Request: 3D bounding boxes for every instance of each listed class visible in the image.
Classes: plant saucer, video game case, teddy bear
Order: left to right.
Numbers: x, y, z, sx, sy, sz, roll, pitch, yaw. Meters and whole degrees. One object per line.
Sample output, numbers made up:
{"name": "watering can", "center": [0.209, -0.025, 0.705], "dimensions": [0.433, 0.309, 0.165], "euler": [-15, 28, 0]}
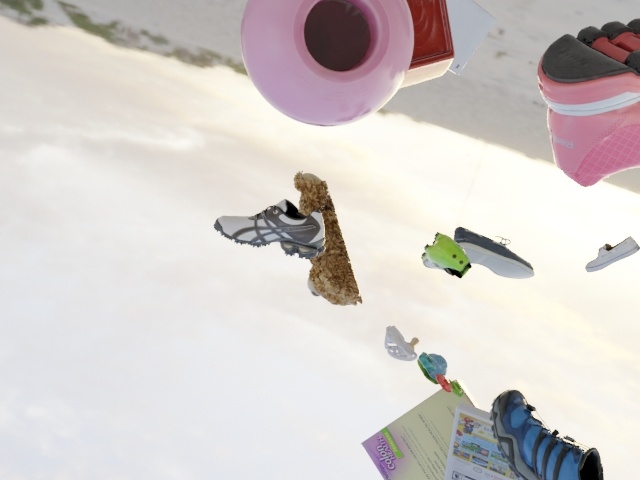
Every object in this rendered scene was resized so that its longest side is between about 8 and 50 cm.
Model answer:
{"name": "teddy bear", "center": [0.000, 0.000, 2.130], "dimensions": [0.113, 0.337, 0.245], "euler": [-17, 172, 5]}
{"name": "plant saucer", "center": [0.134, -0.378, 1.480], "dimensions": [0.048, 0.258, 0.258], "euler": [-3, -166, 37]}
{"name": "video game case", "center": [0.349, 0.415, 1.721], "dimensions": [0.227, 0.206, 0.026], "euler": [19, -140, 20]}

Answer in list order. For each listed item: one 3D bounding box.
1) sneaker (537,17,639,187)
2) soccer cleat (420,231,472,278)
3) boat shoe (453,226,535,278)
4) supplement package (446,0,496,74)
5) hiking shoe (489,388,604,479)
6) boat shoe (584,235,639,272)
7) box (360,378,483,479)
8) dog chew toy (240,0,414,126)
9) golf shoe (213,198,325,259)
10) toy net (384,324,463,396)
{"name": "sneaker", "center": [0.333, -0.137, 0.820], "dimensions": [0.314, 0.136, 0.116], "euler": [-17, -145, -10]}
{"name": "soccer cleat", "center": [0.195, 0.029, 1.422], "dimensions": [0.072, 0.060, 0.179], "euler": [41, -178, 8]}
{"name": "boat shoe", "center": [0.448, 0.034, 2.397], "dimensions": [0.255, 0.095, 0.079], "euler": [18, -121, -19]}
{"name": "supplement package", "center": [0.251, -0.501, 2.087], "dimensions": [0.194, 0.149, 0.203], "euler": [32, -169, -20]}
{"name": "hiking shoe", "center": [0.371, 0.342, 1.429], "dimensions": [0.113, 0.132, 0.304], "euler": [26, -150, -40]}
{"name": "boat shoe", "center": [0.471, 0.020, 1.514], "dimensions": [0.035, 0.100, 0.035], "euler": [56, -138, -4]}
{"name": "box", "center": [0.249, 0.442, 1.914], "dimensions": [0.213, 0.243, 0.117], "euler": [56, -172, 17]}
{"name": "dog chew toy", "center": [-0.008, -0.248, 1.171], "dimensions": [0.207, 0.206, 0.332], "euler": [15, -176, -13]}
{"name": "golf shoe", "center": [-0.083, -0.032, 1.566], "dimensions": [0.198, 0.093, 0.077], "euler": [11, -162, 13]}
{"name": "toy net", "center": [0.191, 0.241, 1.816], "dimensions": [0.232, 0.045, 0.122], "euler": [32, -154, -42]}
